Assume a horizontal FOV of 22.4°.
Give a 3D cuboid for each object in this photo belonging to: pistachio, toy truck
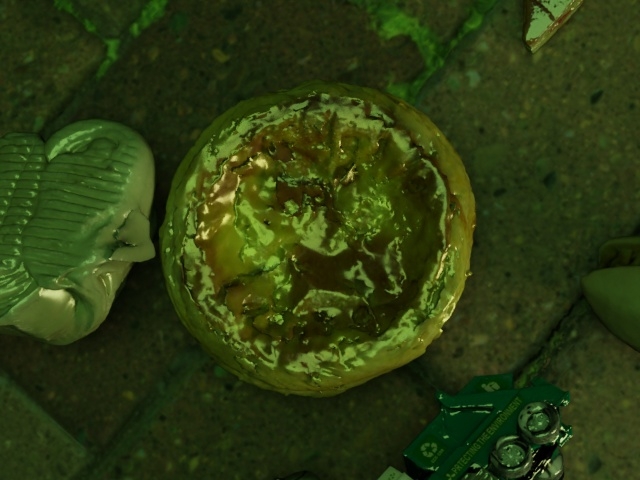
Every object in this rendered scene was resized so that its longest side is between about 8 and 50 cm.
[{"bbox_3d":[0.321,0.059,1.424,0.185,0.124,0.124,26,86,24],"label":"pistachio"},{"bbox_3d":[0.123,0.206,1.415,0.116,0.110,0.216,35,69,29],"label":"toy truck"}]

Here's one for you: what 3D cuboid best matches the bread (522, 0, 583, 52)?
[{"bbox_3d":[0.217,-0.230,1.499,0.062,0.043,0.109,-2,82,8],"label":"bread"}]

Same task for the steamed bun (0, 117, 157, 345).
[{"bbox_3d":[-0.240,0.006,1.471,0.211,0.144,0.218,1,56,21],"label":"steamed bun"}]

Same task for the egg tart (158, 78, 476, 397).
[{"bbox_3d":[0.000,0.000,1.460,0.290,0.115,0.290,0,85,6],"label":"egg tart"}]

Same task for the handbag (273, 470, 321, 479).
[{"bbox_3d":[-0.021,0.378,1.417,0.241,0.109,0.315,-28,84,-7],"label":"handbag"}]
